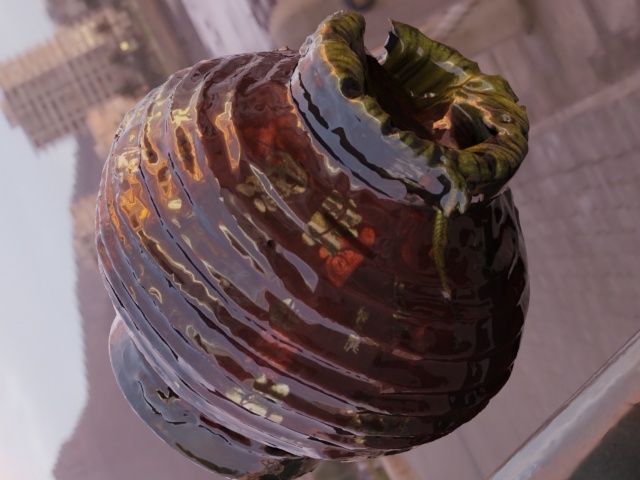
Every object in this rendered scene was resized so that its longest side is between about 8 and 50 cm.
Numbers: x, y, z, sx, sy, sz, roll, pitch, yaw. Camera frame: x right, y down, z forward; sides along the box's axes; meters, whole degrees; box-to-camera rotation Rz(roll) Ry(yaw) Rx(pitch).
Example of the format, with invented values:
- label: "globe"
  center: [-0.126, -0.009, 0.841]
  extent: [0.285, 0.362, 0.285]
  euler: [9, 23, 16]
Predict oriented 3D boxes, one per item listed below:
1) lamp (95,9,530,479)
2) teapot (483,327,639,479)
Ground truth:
- label: "lamp"
  center: [0.000, 0.000, 0.757]
  extent: [0.247, 0.247, 0.247]
  euler: [63, 177, 5]
- label: "teapot"
  center: [0.231, 0.132, 0.865]
  extent: [0.253, 0.344, 0.300]
  euler: [31, -173, 21]
